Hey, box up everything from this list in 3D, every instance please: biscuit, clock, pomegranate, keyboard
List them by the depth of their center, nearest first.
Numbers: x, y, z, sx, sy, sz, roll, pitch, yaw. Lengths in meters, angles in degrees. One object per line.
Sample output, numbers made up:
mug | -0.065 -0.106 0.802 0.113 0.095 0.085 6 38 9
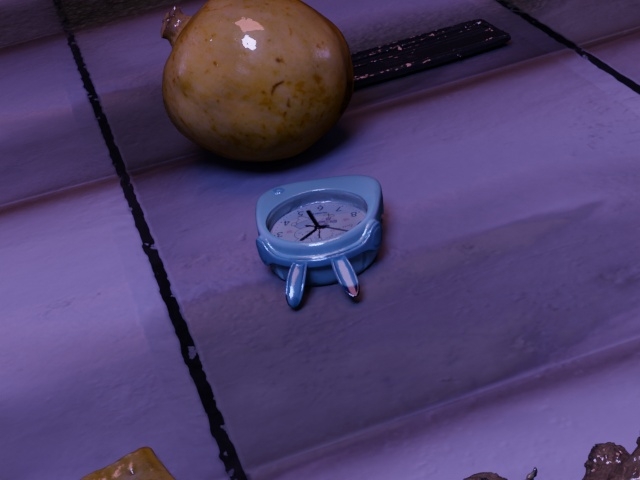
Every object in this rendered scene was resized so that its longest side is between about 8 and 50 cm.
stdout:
biscuit | -0.127 0.168 0.746 0.083 0.018 0.081 -24 32 -22
clock | 0.000 -0.001 0.966 0.108 0.045 0.147 -8 31 6
pomegranate | -0.069 -0.162 1.128 0.196 0.196 0.196 -8 30 5
keyboard | 0.082 -0.200 1.308 0.250 0.017 0.087 -17 29 -12

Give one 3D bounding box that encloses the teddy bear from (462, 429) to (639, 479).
teddy bear | 0.127 0.153 0.635 0.160 0.078 0.119 -11 -16 -27
